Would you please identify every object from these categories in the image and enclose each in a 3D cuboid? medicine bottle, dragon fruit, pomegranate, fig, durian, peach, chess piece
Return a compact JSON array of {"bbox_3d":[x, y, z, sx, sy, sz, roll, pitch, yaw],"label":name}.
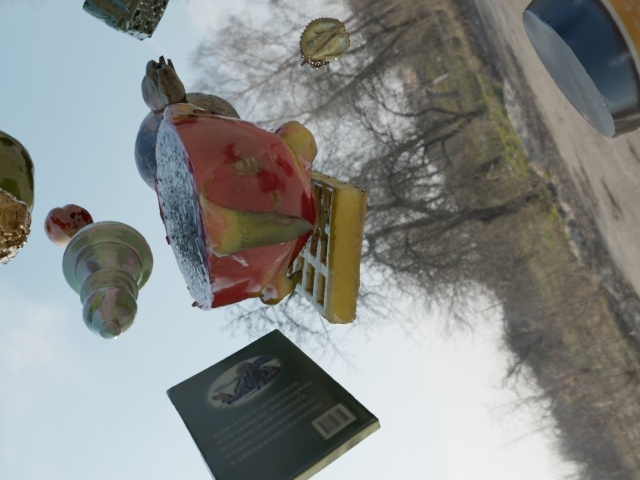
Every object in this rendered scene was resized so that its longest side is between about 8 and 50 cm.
[{"bbox_3d":[0.485,-0.318,0.681,0.242,0.395,0.242,50,-160,-26],"label":"medicine bottle"},{"bbox_3d":[-0.105,-0.055,0.813,0.305,0.226,0.305,35,131,54],"label":"dragon fruit"},{"bbox_3d":[-0.314,-0.256,1.271,0.341,0.285,0.285,68,-171,-45],"label":"pomegranate"},{"bbox_3d":[-0.569,-0.092,0.849,0.225,0.203,0.203,31,-144,-46],"label":"fig"},{"bbox_3d":[0.002,-0.440,1.261,0.110,0.140,0.071,42,174,9],"label":"durian"},{"bbox_3d":[-0.505,-0.028,1.110,0.101,0.101,0.101,55,-161,-30],"label":"peach"},{"bbox_3d":[-0.309,0.070,0.800,0.139,0.139,0.271,56,174,-27],"label":"chess piece"}]

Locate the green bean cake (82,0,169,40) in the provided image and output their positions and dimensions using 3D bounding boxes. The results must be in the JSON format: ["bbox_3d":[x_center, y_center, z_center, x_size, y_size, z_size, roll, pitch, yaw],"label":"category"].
[{"bbox_3d":[-0.366,-0.496,1.090,0.094,0.173,0.181,31,-170,-5],"label":"green bean cake"}]

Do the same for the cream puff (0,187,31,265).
[{"bbox_3d":[-0.437,-0.013,0.710,0.119,0.133,0.104,-36,-79,-51],"label":"cream puff"}]

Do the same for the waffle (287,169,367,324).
[{"bbox_3d":[0.000,0.000,0.942,0.248,0.055,0.221,-146,59,-65],"label":"waffle"}]

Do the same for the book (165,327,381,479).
[{"bbox_3d":[-0.101,0.296,0.960,0.371,0.260,0.043,27,140,57],"label":"book"}]
